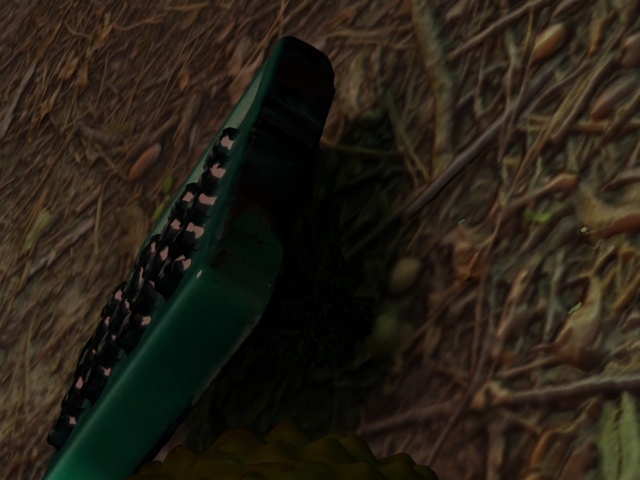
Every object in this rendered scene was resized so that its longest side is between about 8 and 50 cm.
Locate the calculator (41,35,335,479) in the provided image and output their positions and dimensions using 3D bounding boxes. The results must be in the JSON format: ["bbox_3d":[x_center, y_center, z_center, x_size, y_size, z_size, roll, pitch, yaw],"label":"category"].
[{"bbox_3d":[-0.085,0.024,0.878,0.248,0.058,0.274,-52,13,37],"label":"calculator"}]

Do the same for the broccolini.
[{"bbox_3d":[-0.009,0.007,0.894,0.058,0.074,0.201,-50,19,24],"label":"broccolini"}]

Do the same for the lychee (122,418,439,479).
[{"bbox_3d":[-0.012,0.226,0.509,0.270,0.270,0.320,-12,81,52],"label":"lychee"}]
